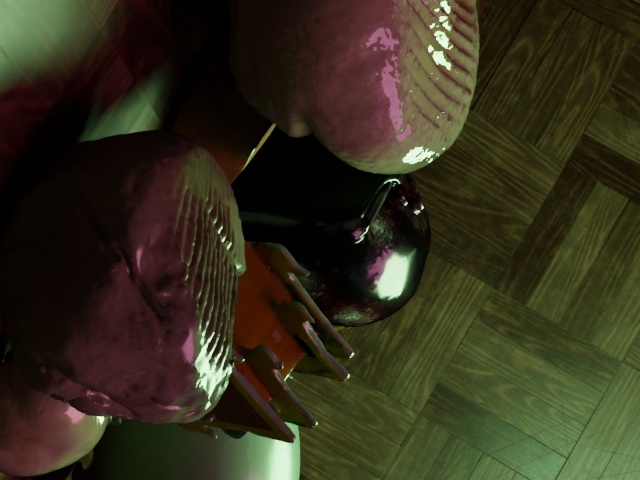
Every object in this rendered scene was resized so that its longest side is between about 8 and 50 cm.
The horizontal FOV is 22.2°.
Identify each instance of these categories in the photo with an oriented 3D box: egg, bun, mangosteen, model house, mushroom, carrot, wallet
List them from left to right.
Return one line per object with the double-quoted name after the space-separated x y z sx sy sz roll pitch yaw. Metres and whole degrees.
-0.290 0.167 1.662 0.154 0.122 0.154 -18 147 -12 "mushroom"
-0.189 0.031 1.492 0.281 0.204 0.282 -8 90 -81 "bun"
-0.146 0.145 1.800 0.242 0.312 0.358 -51 169 -37 "model house"
-0.164 0.288 2.177 0.276 0.276 0.389 32 55 -82 "egg"
-0.088 -0.162 1.881 0.258 0.100 0.307 -57 179 -34 "carrot"
0.006 -0.013 2.383 0.297 0.313 0.297 4 84 -53 "mangosteen"
0.018 -0.097 1.763 0.318 0.172 0.045 -59 147 -49 "wallet"
0.028 -0.244 1.638 0.365 0.219 0.365 2 90 -64 "bun"

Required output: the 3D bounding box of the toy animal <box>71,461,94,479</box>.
-0.317 0.404 2.339 0.298 0.122 0.185 -56 171 -19 "toy animal"
